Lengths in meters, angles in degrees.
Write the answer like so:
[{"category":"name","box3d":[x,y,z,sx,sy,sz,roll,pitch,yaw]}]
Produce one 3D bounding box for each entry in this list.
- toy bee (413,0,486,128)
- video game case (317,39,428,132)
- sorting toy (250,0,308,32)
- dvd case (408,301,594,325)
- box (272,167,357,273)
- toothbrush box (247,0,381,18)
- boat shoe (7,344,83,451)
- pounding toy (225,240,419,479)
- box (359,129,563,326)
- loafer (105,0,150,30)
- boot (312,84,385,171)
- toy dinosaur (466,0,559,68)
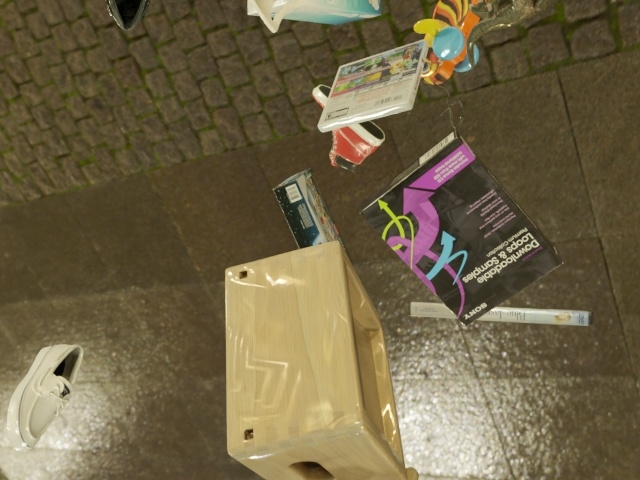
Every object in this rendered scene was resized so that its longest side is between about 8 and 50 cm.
[{"category":"toy bee","box3d":[0.250,-0.412,1.516,0.162,0.298,0.195,11,157,36]},{"category":"video game case","box3d":[0.103,-0.300,1.352,0.201,0.183,0.023,-9,138,34]},{"category":"sorting toy","box3d":[-0.038,-0.210,0.551,0.045,0.083,0.075,15,145,42]},{"category":"dvd case","box3d":[0.261,0.112,1.050,0.253,0.180,0.022,2,83,9]},{"category":"box","box3d":[0.000,0.000,1.172,0.044,0.159,0.233,-22,98,11]},{"category":"toothbrush box","box3d":[-0.017,-0.657,1.836,0.216,0.296,0.126,14,107,56]},{"category":"boat shoe","box3d":[-0.531,0.294,1.360,0.084,0.258,0.095,-14,127,8]},{"category":"pounding toy","box3d":[0.005,0.140,0.471,0.094,0.206,0.181,-14,145,11]},{"category":"box","box3d":[0.132,-0.007,0.655,0.116,0.029,0.162,-39,106,22]},{"category":"loafer","box3d":[-0.232,-0.366,0.846,0.076,0.078,0.223,-2,134,-17]},{"category":"boot","box3d":[0.041,-0.312,1.989,0.244,0.088,0.176,43,128,-2]},{"category":"toy dinosaur","box3d":[0.278,-0.347,0.862,0.121,0.160,0.313,42,137,36]}]
